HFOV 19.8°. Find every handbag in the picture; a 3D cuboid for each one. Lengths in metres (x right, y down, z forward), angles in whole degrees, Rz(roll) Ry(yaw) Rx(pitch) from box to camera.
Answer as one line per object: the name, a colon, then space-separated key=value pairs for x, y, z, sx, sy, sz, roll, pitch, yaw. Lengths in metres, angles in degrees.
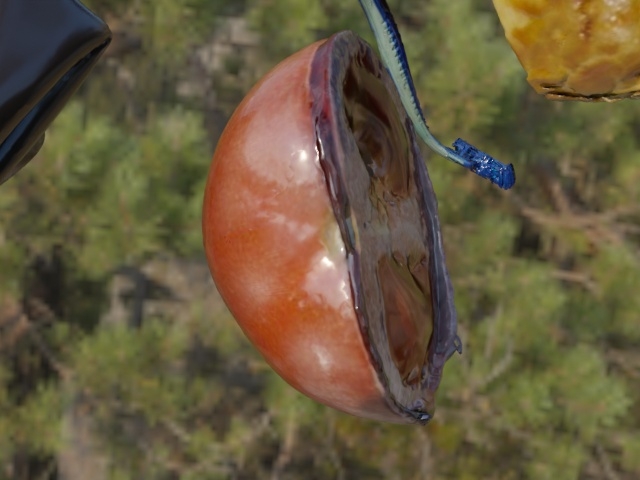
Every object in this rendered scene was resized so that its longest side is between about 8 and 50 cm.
handbag: x=-0.265 y=-0.022 z=1.087 sx=0.113 sy=0.285 sz=0.257 roll=42 pitch=44 yaw=-18

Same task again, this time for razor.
razor: x=0.085 y=-0.168 z=1.779 sx=0.056 sy=0.324 sz=0.093 roll=-41 pitch=35 yaw=-9

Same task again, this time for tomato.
tomato: x=0.000 y=0.000 z=1.062 sx=0.112 sy=0.228 sz=0.199 roll=-11 pitch=-3 yaw=20

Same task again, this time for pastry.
pastry: x=0.218 y=-0.216 z=1.175 sx=0.170 sy=0.256 sz=0.237 roll=7 pitch=30 yaw=32
